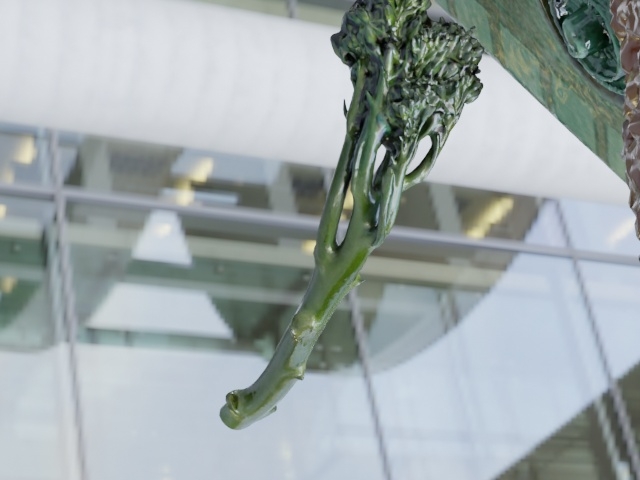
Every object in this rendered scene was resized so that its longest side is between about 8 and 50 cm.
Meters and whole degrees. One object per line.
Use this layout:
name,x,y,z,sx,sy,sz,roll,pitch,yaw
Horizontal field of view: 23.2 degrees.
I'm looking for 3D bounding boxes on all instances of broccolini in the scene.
broccolini,0.000,0.003,0.520,0.052,0.054,0.194,-87,-159,-57

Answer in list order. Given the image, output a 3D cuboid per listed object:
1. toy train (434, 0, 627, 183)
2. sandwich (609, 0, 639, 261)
toy train,0.132,-0.142,0.754,0.326,0.129,0.159,49,-11,35
sandwich,0.162,-0.108,0.503,0.250,0.162,0.301,-99,178,-83
